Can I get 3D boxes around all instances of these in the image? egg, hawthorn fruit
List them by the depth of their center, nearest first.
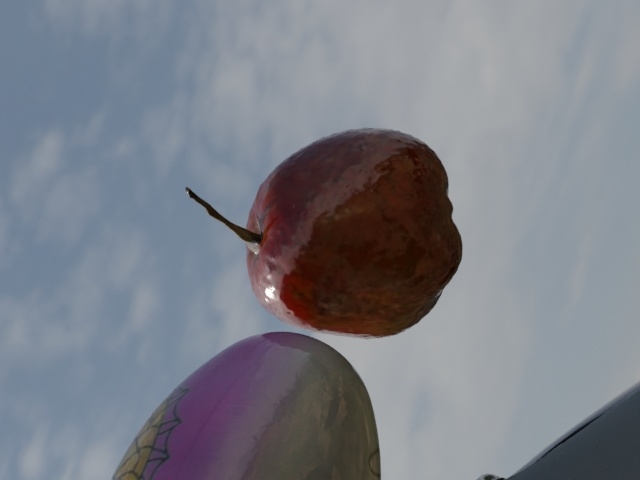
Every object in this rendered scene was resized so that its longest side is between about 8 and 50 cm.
[{"bbox_3d":[-0.054,0.197,1.349,0.271,0.196,0.196,-58,-18,-23],"label":"egg"},{"bbox_3d":[0.000,0.000,1.443,0.162,0.203,0.163,169,90,-70],"label":"hawthorn fruit"}]

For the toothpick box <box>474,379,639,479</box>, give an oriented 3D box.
[{"bbox_3d":[0.254,0.162,1.141,0.316,0.229,0.229,-38,-9,11],"label":"toothpick box"}]
